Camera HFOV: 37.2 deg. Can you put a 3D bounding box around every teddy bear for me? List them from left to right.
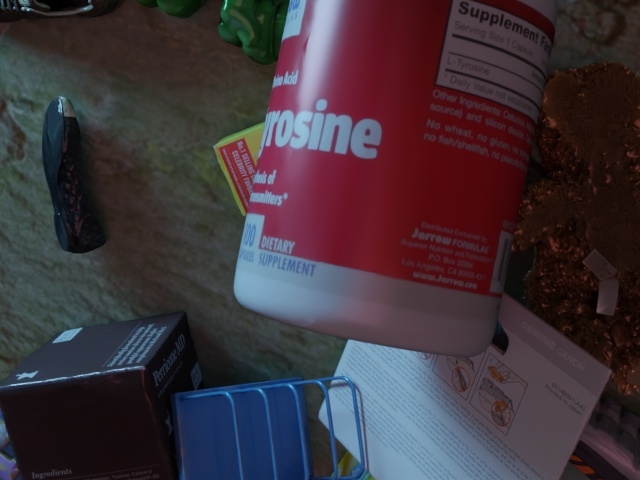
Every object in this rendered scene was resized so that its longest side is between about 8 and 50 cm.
[{"bbox_3d":[0.265,-0.001,0.941,0.245,0.113,0.338,-24,97,-11],"label":"teddy bear"}]

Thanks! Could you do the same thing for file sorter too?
[{"bbox_3d":[-0.050,0.205,0.980,0.104,0.170,0.118,-15,79,47],"label":"file sorter"}]

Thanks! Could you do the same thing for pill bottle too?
[{"bbox_3d":[0.072,-0.121,0.817,0.228,0.229,0.408,11,89,3],"label":"pill bottle"}]

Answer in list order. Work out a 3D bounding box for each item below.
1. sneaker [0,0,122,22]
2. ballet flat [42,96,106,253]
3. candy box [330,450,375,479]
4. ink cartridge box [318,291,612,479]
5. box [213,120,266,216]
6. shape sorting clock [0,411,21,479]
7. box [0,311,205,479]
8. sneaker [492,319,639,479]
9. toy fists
[{"bbox_3d":[-0.300,-0.258,0.973,0.188,0.071,0.066,-2,105,6],"label":"sneaker"},{"bbox_3d":[-0.271,-0.071,1.041,0.057,0.049,0.173,13,112,50],"label":"ballet flat"},{"bbox_3d":[0.027,0.323,1.078,0.027,0.105,0.206,20,109,-34],"label":"candy box"},{"bbox_3d":[0.138,0.153,0.931,0.066,0.296,0.261,1,117,-40],"label":"ink cartridge box"},{"bbox_3d":[0.013,-0.107,0.985,0.232,0.058,0.087,-19,101,11],"label":"box"},{"bbox_3d":[-0.448,0.249,1.139,0.206,0.040,0.206,1,105,6],"label":"shape sorting clock"},{"bbox_3d":[-0.220,0.209,1.037,0.166,0.168,0.203,-9,104,10],"label":"box"},{"bbox_3d":[0.228,0.225,1.018,0.321,0.124,0.180,39,122,10],"label":"sneaker"},{"bbox_3d":[-0.092,-0.267,0.937,0.279,0.096,0.142,26,106,-2],"label":"toy fists"}]
